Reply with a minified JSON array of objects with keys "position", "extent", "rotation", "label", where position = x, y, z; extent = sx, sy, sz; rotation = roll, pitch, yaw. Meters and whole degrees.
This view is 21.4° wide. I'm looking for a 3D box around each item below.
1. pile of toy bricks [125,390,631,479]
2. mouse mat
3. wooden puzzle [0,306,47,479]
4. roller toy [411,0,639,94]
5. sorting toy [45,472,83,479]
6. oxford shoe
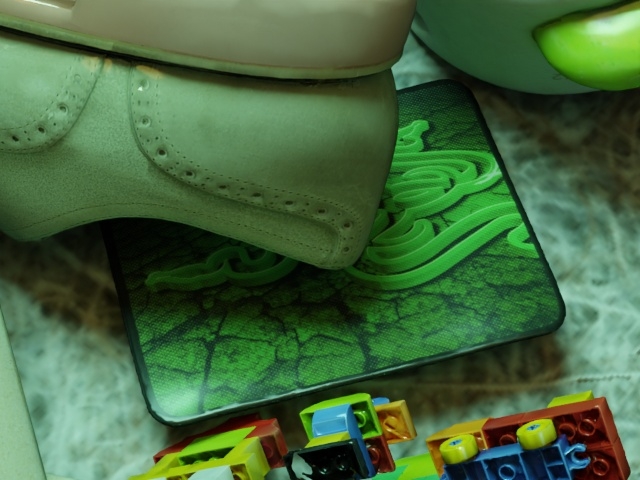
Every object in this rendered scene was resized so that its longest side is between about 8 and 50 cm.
[{"position":[0.036,0.109,0.688],"extent":[0.212,0.105,0.118],"rotation":[-14,102,27],"label":"pile of toy bricks"},{"position":[0.000,0.000,0.765],"extent":[0.189,0.007,0.153],"rotation":[-13,55,-10],"label":"mouse mat"},{"position":[-0.267,0.151,0.609],"extent":[0.348,0.080,0.322],"rotation":[-19,69,0],"label":"wooden puzzle"},{"position":[0.113,-0.173,0.782],"extent":[0.191,0.146,0.209],"rotation":[25,79,16],"label":"roller toy"},{"position":[-0.077,0.191,0.633],"extent":[0.208,0.038,0.193],"rotation":[9,79,19],"label":"sorting toy"},{"position":[-0.160,-0.068,0.721],"extent":[0.397,0.146,0.140],"rotation":[10,25,15],"label":"oxford shoe"}]
